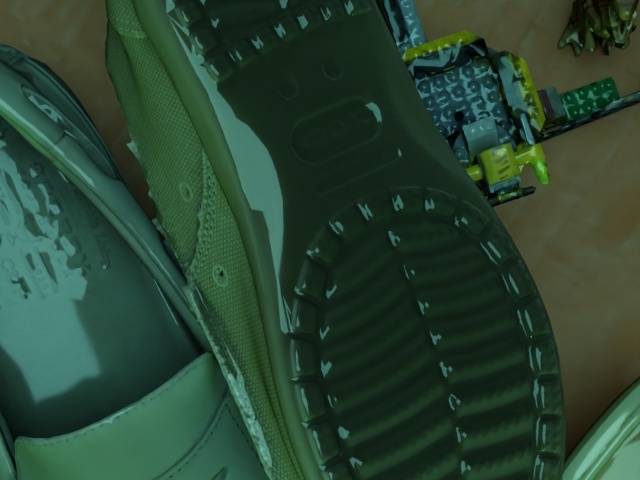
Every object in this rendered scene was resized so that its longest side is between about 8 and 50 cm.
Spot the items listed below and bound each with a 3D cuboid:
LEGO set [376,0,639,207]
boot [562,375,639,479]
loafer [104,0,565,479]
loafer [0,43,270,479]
[{"bbox_3d":[0.131,-0.150,0.575,0.331,0.192,0.255,-11,87,-4],"label":"LEGO set"},{"bbox_3d":[0.136,0.167,0.582,0.165,0.077,0.213,27,91,26],"label":"boot"},{"bbox_3d":[0.000,0.000,0.552,0.102,0.092,0.268,-18,87,-23],"label":"loafer"},{"bbox_3d":[-0.073,0.075,0.587,0.112,0.111,0.319,-30,88,-3],"label":"loafer"}]
